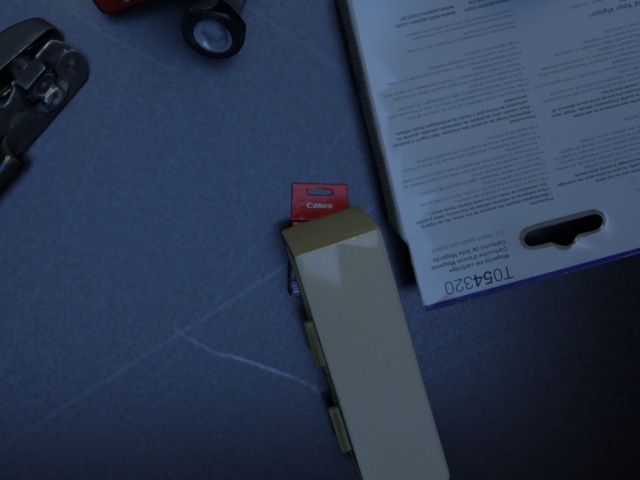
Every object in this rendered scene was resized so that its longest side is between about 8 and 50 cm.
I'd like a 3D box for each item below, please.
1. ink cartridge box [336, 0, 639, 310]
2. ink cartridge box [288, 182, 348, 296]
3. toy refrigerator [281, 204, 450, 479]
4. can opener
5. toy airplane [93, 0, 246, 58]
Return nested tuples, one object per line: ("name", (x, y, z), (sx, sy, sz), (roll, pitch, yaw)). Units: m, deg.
("ink cartridge box", (0.210, -0.129, 1.107), (0.324, 0.071, 0.330), (-14, 98, -7))
("ink cartridge box", (0.000, 0.000, 1.115), (0.062, 0.029, 0.115), (1, 96, -7))
("toy refrigerator", (0.040, 0.113, 1.074), (0.094, 0.102, 0.270), (-19, 108, -4))
("can opener", (-0.339, -0.090, 1.049), (0.095, 0.076, 0.283), (39, 84, 24))
("toy airplane", (-0.076, -0.358, 0.892), (0.272, 0.386, 0.384), (34, 90, -21))
